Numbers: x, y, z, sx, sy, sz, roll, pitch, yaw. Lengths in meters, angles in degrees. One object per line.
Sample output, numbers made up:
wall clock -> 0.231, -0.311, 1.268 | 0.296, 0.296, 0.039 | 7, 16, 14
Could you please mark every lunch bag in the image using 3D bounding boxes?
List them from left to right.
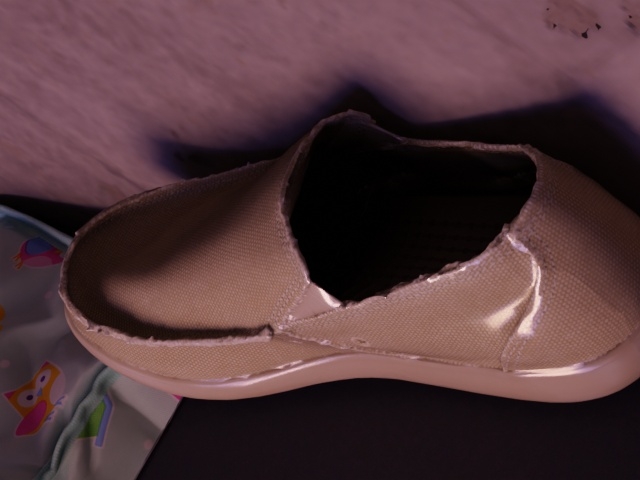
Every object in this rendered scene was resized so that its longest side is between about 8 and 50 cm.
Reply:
lunch bag -> -0.135, 0.102, 0.765 | 0.262, 0.160, 0.223 | 19, 156, 43

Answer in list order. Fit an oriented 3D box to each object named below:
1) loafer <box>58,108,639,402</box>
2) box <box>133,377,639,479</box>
loafer -> 0.000, 0.000, 0.532 | 0.268, 0.102, 0.092 | -3, 138, 32
box -> 0.117, 0.161, 0.596 | 0.296, 0.183, 0.294 | 5, 143, 38
